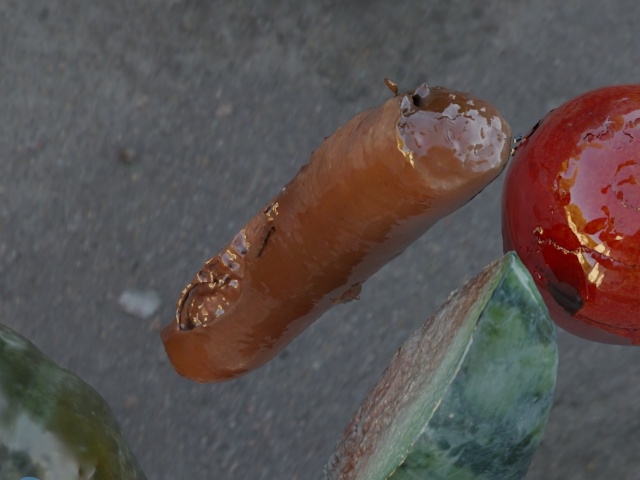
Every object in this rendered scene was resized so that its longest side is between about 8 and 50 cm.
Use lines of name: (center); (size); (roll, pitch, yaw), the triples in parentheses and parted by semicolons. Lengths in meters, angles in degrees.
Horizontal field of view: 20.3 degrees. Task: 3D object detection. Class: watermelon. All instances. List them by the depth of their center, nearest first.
watermelon: (0.056, 0.074, 0.812); (0.081, 0.180, 0.094); (13, 49, -31)

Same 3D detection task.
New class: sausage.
sausage: (0.001, -0.001, 0.995); (0.079, 0.326, 0.087); (46, 53, -2)

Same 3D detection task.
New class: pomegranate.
pomegranate: (0.251, -0.015, 1.351); (0.235, 0.210, 0.210); (15, 63, -10)

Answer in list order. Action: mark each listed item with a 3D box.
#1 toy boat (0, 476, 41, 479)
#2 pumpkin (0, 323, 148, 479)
toy boat: (-0.081, 0.241, 0.799); (0.133, 0.145, 0.332); (-12, 50, -44)
pumpkin: (-0.313, 0.262, 1.221); (0.454, 0.344, 0.454); (-1, 95, -7)
